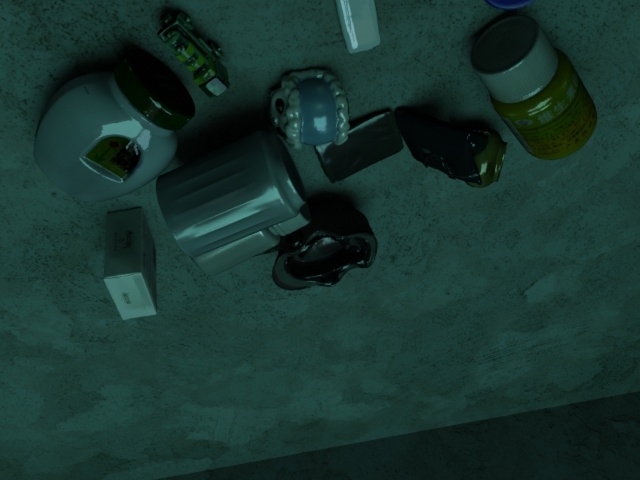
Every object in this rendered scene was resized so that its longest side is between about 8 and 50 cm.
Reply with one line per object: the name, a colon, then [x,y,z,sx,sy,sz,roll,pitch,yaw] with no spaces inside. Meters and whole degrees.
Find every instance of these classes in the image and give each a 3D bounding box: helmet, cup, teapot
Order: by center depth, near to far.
cup: [-0.227,-0.148,1.817,0.326,0.323,0.237,-23,131,8]
teapot: [0.446,-0.242,2.059,0.182,0.173,0.269,14,159,15]
helmet: [0.000,0.000,2.144,0.338,0.197,0.271,-24,146,17]

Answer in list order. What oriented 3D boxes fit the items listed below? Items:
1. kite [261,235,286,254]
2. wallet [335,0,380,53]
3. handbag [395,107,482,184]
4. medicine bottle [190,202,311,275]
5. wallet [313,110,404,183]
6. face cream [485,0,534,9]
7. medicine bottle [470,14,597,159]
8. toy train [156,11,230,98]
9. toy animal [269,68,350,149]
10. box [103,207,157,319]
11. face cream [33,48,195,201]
kite: [-0.231,-0.002,2.131,0.309,0.169,0.015,-16,140,21]
wallet: [0.093,-0.542,1.700,0.095,0.033,0.190,-17,138,4]
handbag: [0.332,-0.261,1.946,0.089,0.254,0.211,-49,141,-17]
medicine bottle: [-0.214,-0.057,2.007,0.339,0.208,0.208,-26,138,11]
wallet: [0.110,-0.271,1.995,0.245,0.052,0.169,-23,138,2]
face cream: [0.448,-0.654,1.623,0.205,0.111,0.206,-8,138,-7]
medicine bottle: [0.567,-0.401,1.854,0.224,0.224,0.384,-34,134,21]
toy train: [-0.295,-0.437,1.625,0.083,0.132,0.200,-33,138,18]
toy animal: [-0.028,-0.323,1.814,0.204,0.156,0.208,-10,135,-12]
box: [-0.541,0.065,2.007,0.111,0.260,0.195,-8,137,-2]
face cream: [-0.496,-0.266,1.686,0.357,0.220,0.312,-39,132,20]
